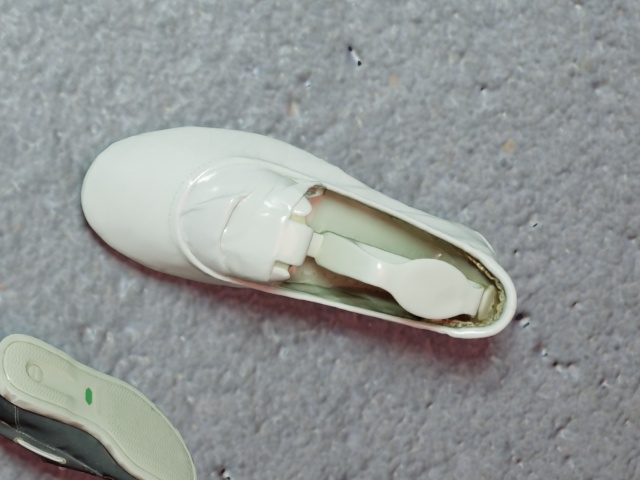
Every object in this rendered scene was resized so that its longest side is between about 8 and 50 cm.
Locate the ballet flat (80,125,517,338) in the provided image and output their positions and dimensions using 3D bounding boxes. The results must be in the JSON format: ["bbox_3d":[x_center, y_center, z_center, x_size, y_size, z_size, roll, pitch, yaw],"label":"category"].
[{"bbox_3d":[0.000,0.000,1.295,0.400,0.139,0.139,17,96,-23],"label":"ballet flat"}]

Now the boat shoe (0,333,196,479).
[{"bbox_3d":[-0.202,0.160,1.295,0.079,0.084,0.233,-34,127,30],"label":"boat shoe"}]
